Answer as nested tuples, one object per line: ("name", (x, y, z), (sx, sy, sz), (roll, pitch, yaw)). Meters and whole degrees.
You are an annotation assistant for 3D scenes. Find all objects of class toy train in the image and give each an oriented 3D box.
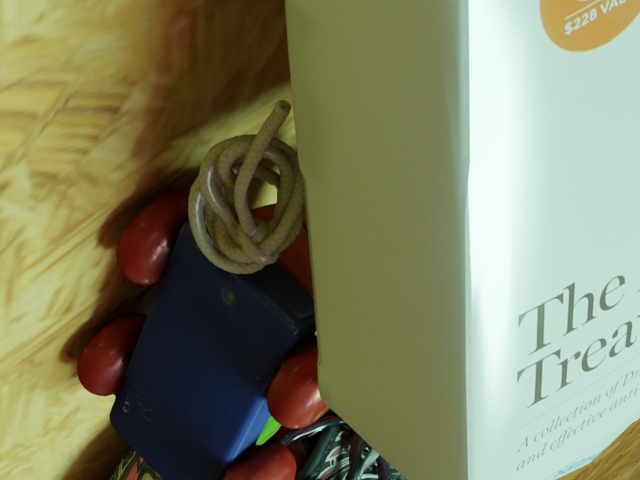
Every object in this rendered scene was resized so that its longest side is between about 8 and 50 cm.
("toy train", (0.000, 0.000, 0.657), (0.143, 0.105, 0.248), (-37, 163, -38))

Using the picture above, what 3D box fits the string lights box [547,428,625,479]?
("string lights box", (0.182, 0.006, 0.929), (0.260, 0.133, 0.076), (-49, 159, 27))

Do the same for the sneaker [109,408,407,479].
("sneaker", (0.005, 0.129, 0.904), (0.299, 0.121, 0.112), (-15, 147, -49))

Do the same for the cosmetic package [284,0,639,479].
("cosmetic package", (0.163, -0.108, 0.559), (0.377, 0.097, 0.284), (-29, 133, -25))
